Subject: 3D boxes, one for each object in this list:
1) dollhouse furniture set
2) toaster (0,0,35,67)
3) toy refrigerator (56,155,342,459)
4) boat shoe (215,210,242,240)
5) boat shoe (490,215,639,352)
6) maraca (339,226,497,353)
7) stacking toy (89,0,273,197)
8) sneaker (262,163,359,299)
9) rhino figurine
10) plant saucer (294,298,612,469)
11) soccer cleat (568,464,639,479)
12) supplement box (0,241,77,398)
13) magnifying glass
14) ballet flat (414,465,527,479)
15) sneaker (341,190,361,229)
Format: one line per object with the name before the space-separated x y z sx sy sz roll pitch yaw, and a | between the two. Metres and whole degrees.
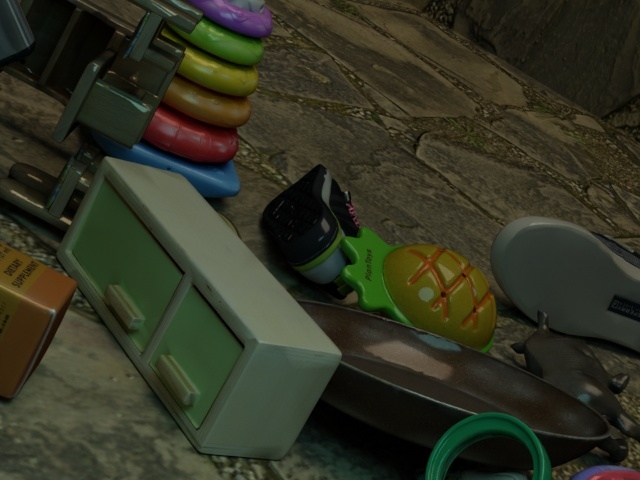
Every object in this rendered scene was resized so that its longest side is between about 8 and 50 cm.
dollhouse furniture set | -0.225 -0.152 1.398 0.161 0.212 0.242 28 11 -7
toaster | -0.355 -0.197 1.374 0.186 0.168 0.110 -127 -164 -59
toy refrigerator | -0.106 0.048 1.212 0.094 0.102 0.269 12 25 -42
boat shoe | -0.105 0.018 1.357 0.060 0.064 0.178 21 22 -30
boat shoe | 0.304 0.040 1.872 0.340 0.127 0.158 27 9 -35
maraca | 0.096 0.052 1.504 0.185 0.099 0.127 26 37 -23
stacking toy | -0.112 -0.213 1.591 0.175 0.302 0.166 21 19 -21
sneaker | 0.000 0.000 1.592 0.097 0.084 0.235 49 13 -18
rhino figurine | 0.256 0.139 1.568 0.106 0.073 0.243 27 16 -16
plant saucer | 0.091 0.124 1.300 0.310 0.050 0.310 18 8 -3
soccer cleat | 0.259 0.230 1.308 0.095 0.083 0.248 22 2 42
supplement box | -0.291 0.016 1.055 0.233 0.080 0.078 26 15 -4
magnifying glass | 0.126 0.220 1.068 0.026 0.092 0.231 55 21 -43
ballet flat | 0.158 0.219 1.207 0.188 0.070 0.070 37 19 23
sneaker | 0.022 -0.025 1.686 0.119 0.057 0.047 42 20 32
